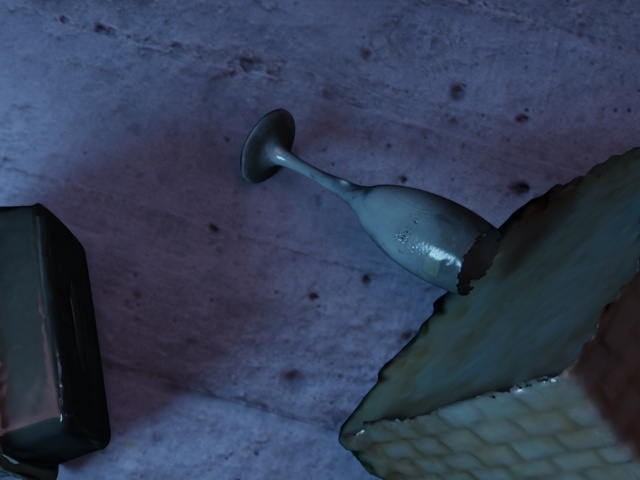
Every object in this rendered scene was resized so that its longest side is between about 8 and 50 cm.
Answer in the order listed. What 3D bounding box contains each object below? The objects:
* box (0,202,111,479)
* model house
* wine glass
[{"bbox_3d":[-0.329,0.108,1.238,0.166,0.220,0.290,-12,73,2],"label":"box"},{"bbox_3d":[0.337,0.177,1.273,0.400,0.395,0.445,47,54,-8],"label":"model house"},{"bbox_3d":[0.000,0.000,1.304,0.309,0.096,0.264,31,51,27],"label":"wine glass"}]
